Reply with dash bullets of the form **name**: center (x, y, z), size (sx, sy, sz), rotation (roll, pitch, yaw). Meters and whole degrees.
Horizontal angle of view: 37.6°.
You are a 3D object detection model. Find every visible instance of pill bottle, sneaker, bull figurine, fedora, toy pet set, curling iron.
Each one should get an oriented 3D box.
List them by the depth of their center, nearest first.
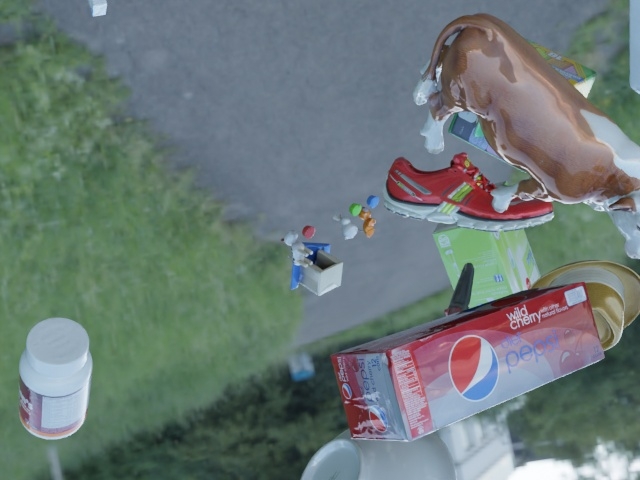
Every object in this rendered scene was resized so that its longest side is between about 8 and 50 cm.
- **bull figurine**: center (0.225, -0.102, 0.967), size (0.101, 0.310, 0.188), rotation (-48, -170, -28)
- **toy pet set**: center (0.000, 0.000, 1.124), size (0.122, 0.114, 0.065), rotation (-24, -137, -39)
- **curling iron**: center (0.193, 0.121, 1.360), size (0.035, 0.068, 0.274), rotation (13, -139, 6)
- **fedora**: center (0.402, 0.113, 1.416), size (0.194, 0.079, 0.194), rotation (2, 136, 2)
- **sneaker**: center (0.238, -0.081, 1.513), size (0.279, 0.118, 0.107), rotation (9, -170, 13)
- **pill bottle**: center (-0.457, 0.238, 1.621), size (0.121, 0.121, 0.221), rotation (-10, 142, -26)

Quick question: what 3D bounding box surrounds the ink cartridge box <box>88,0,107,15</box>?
- **ink cartridge box**: center (-0.449, -0.495, 1.866), size (0.028, 0.083, 0.048), rotation (-13, 169, -20)

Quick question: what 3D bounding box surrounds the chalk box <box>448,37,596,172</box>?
- **chalk box**: center (0.280, -0.191, 1.329), size (0.132, 0.132, 0.213), rotation (31, -148, 19)

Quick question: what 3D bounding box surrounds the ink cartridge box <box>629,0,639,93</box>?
- **ink cartridge box**: center (0.243, -0.208, 0.511), size (0.181, 0.224, 0.056), rotation (-36, -137, -20)

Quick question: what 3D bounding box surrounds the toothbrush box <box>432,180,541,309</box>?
- **toothbrush box**: center (0.349, 0.054, 1.903), size (0.122, 0.283, 0.206), rotation (-12, -161, 27)

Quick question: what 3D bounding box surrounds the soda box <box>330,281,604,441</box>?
- **soda box**: center (0.145, 0.111, 0.896), size (0.263, 0.083, 0.092), rotation (-14, 179, -34)

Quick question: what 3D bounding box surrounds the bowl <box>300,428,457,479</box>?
- **bowl**: center (0.058, 0.400, 1.468), size (0.134, 0.297, 0.298), rotation (35, 150, -29)
